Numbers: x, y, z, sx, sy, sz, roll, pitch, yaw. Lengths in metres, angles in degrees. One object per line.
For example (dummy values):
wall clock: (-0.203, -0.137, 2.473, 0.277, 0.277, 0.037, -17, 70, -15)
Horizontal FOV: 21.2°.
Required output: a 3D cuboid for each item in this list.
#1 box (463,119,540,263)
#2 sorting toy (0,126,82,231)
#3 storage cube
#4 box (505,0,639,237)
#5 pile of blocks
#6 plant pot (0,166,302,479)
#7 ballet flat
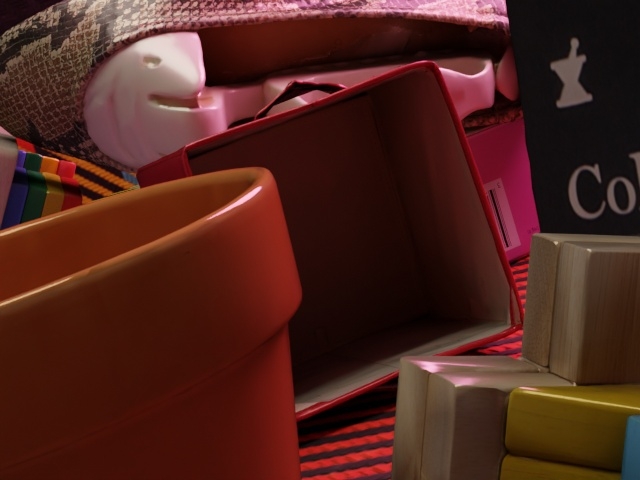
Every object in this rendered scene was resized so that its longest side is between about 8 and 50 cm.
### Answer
box: (0.107, -0.043, 1.515, 0.213, 0.117, 0.243, -22, 11, -26)
sorting toy: (-0.278, 0.032, 1.503, 0.089, 0.257, 0.255, 13, 8, -14)
storage cube: (0.000, 0.000, 1.177, 0.184, 0.215, 0.193, -21, 3, -15)
box: (0.325, -0.192, 0.659, 0.297, 0.471, 0.480, -6, -3, -43)
pile of blocks: (0.191, 0.044, 0.462, 0.362, 0.112, 0.149, 6, 7, 17)
plant pot: (-0.129, 0.108, 0.774, 0.291, 0.203, 0.291, -17, 8, 3)
ballet flat: (-0.030, -0.129, 1.360, 0.483, 0.164, 0.182, -8, 35, -5)
